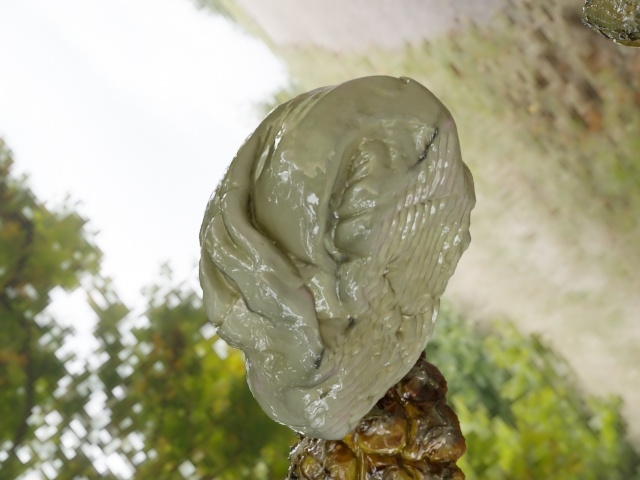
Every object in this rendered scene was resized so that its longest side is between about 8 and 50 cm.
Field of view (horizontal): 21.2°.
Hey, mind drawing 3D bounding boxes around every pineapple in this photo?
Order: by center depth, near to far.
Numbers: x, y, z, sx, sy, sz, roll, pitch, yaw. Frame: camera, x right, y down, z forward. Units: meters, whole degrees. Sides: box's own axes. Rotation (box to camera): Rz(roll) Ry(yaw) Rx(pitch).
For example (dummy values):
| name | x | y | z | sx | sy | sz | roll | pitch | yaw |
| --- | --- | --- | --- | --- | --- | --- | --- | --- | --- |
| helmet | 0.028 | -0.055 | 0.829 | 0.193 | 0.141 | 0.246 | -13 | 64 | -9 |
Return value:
| name | x | y | z | sx | sy | sz | roll | pitch | yaw |
| --- | --- | --- | --- | --- | --- | --- | --- | --- | --- |
| pineapple | 0.049 | 0.193 | 1.667 | 0.161 | 0.158 | 0.334 | 120 | 148 | -57 |

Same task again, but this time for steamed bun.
| name | x | y | z | sx | sy | sz | roll | pitch | yaw |
| --- | --- | --- | --- | --- | --- | --- | --- | --- | --- |
| steamed bun | 0.000 | 0.000 | 1.544 | 0.206 | 0.320 | 0.275 | 29 | 178 | 28 |

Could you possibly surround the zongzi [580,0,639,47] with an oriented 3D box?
| name | x | y | z | sx | sy | sz | roll | pitch | yaw |
| --- | --- | --- | --- | --- | --- | --- | --- | --- | --- |
| zongzi | 0.368 | -0.250 | 1.614 | 0.197 | 0.194 | 0.099 | 32 | 178 | 46 |
